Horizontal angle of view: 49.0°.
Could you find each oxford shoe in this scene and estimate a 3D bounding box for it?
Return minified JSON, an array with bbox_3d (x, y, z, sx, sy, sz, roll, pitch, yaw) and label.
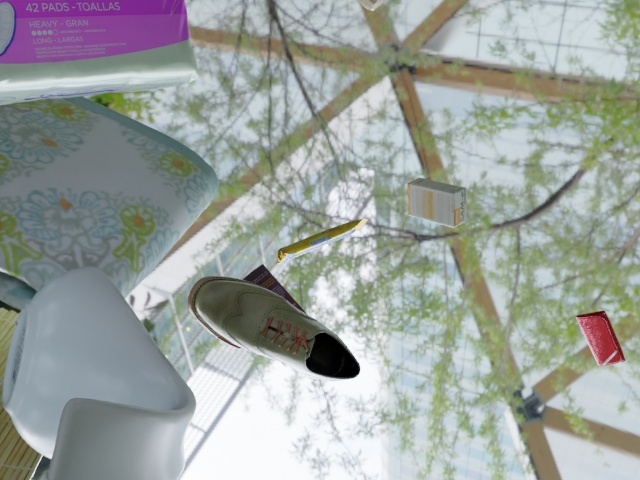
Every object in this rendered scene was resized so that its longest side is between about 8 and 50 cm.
[{"bbox_3d":[-0.070,0.157,1.257,0.130,0.348,0.123,3,-112,59],"label":"oxford shoe"}]

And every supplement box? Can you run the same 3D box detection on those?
[{"bbox_3d":[-0.094,0.154,1.425,0.081,0.104,0.188,-39,-97,-26],"label":"supplement box"},{"bbox_3d":[0.197,-0.065,1.190,0.036,0.062,0.098,-26,-148,-38],"label":"supplement box"}]

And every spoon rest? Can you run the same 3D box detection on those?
[{"bbox_3d":[-0.142,0.092,0.437,0.084,0.137,0.276,13,180,-28],"label":"spoon rest"}]

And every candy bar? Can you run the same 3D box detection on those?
[{"bbox_3d":[0.000,0.000,1.062,0.162,0.040,0.018,-22,-108,-26],"label":"candy bar"}]

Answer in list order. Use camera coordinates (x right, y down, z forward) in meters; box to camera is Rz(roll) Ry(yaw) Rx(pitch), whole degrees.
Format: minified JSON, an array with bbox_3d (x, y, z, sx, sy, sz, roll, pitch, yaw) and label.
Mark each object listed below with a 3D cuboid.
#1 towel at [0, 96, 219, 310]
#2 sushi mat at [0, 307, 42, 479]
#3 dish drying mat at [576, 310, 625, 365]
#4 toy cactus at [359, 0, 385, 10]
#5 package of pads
[{"bbox_3d":[-0.345,-0.069,0.831,0.375,0.090,0.320,25,-142,3],"label":"towel"},{"bbox_3d":[-0.337,0.151,0.737,0.152,0.019,0.316,17,-164,-9],"label":"sushi mat"},{"bbox_3d":[0.317,0.111,0.792,0.032,0.083,0.008,-15,-145,29],"label":"dish drying mat"},{"bbox_3d":[0.123,-0.428,1.053,0.219,0.112,0.180,35,-98,36],"label":"toy cactus"},{"bbox_3d":[-0.239,-0.268,0.586,0.101,0.296,0.229,3,-164,44],"label":"package of pads"}]
